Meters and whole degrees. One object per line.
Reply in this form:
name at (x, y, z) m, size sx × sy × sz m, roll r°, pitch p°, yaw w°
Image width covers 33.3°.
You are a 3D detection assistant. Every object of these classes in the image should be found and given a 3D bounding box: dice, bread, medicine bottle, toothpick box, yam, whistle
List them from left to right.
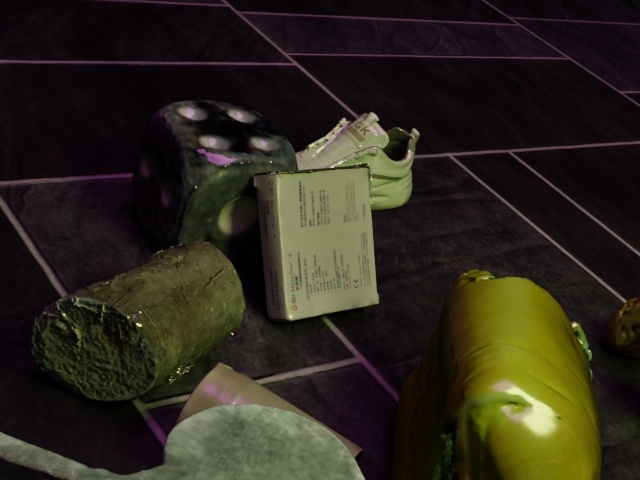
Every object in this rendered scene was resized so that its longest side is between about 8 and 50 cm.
yam at (-0.193, 0.092, 1.233) m, size 0.154 × 0.154 × 0.254 m, roll 32°, pitch 28°, yaw 20°
whistle at (-0.135, 0.268, 0.953) m, size 0.404 × 0.168 × 0.188 m, roll 3°, pitch 32°, yaw -19°
dice at (-0.150, -0.083, 1.502) m, size 0.182 × 0.181 × 0.183 m, roll 1°, pitch 34°, yaw -34°
toothpick box at (-0.058, 0.220, 1.130) m, size 0.180 × 0.111 × 0.111 m, roll 29°, pitch 31°, yaw 14°
medicine bottle at (0.000, 0.000, 1.445) m, size 0.171 × 0.201 × 0.052 m, roll -9°, pitch 6°, yaw -39°
bread at (0.193, 0.201, 1.154) m, size 0.208 × 0.251 × 0.376 m, roll 21°, pitch 19°, yaw 3°
bread at (0.567, 0.118, 1.580) m, size 0.235 × 0.210 × 0.099 m, roll 11°, pitch 67°, yaw -21°

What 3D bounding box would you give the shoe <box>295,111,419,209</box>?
shoe at (0.043, -0.134, 1.729) m, size 0.316 × 0.159 × 0.124 m, roll -5°, pitch 39°, yaw -41°
